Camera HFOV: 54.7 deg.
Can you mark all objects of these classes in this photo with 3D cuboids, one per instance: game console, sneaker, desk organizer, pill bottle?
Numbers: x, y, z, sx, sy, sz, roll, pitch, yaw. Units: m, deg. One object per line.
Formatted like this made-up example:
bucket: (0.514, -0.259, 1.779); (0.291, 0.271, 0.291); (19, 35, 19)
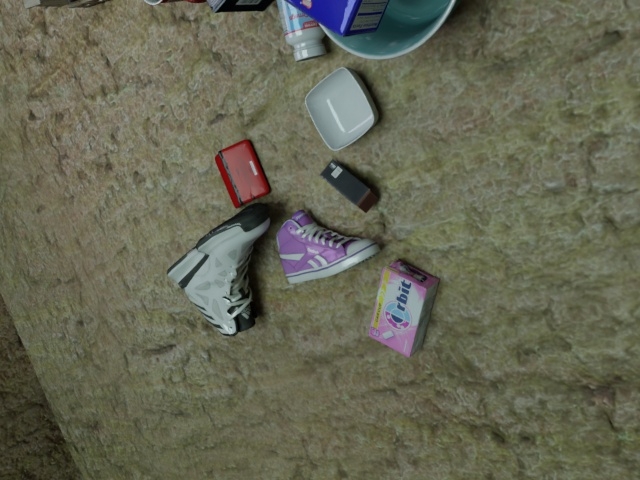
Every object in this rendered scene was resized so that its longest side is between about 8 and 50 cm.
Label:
game console: (-0.197, -0.164, 1.546); (0.124, 0.085, 0.144); (-22, 94, 11)
sneaker: (-0.204, 0.087, 1.579); (0.257, 0.169, 0.447); (53, 139, -2)
desk organizer: (0.061, -0.116, 1.332); (0.047, 0.050, 0.130); (-50, 54, 5)
sneaker: (-0.001, 0.000, 1.398); (0.282, 0.102, 0.161); (-16, 94, 41)
pill bottle: (-0.037, -0.451, 1.256); (0.087, 0.087, 0.160); (-4, 105, 40)

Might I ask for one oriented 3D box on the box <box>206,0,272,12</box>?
box: (-0.188, -0.590, 1.280); (0.108, 0.153, 0.207); (-30, 86, 42)

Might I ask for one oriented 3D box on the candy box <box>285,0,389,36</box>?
candy box: (0.023, -0.519, 0.944); (0.268, 0.122, 0.317); (39, 126, 19)

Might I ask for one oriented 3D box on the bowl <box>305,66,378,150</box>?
bowl: (0.051, -0.272, 1.279); (0.142, 0.053, 0.142); (-30, 87, 42)

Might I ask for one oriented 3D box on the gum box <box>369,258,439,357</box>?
gum box: (0.179, 0.142, 1.332); (0.107, 0.062, 0.188); (25, 121, 29)

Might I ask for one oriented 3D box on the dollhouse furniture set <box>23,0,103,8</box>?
dollhouse furniture set: (-0.661, -0.678, 1.600); (0.128, 0.183, 0.129); (4, 109, 38)

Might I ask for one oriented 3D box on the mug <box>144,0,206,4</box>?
mug: (-0.300, -0.565, 1.367); (0.113, 0.169, 0.150); (-30, 88, 41)

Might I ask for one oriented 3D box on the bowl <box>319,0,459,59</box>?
bowl: (0.138, -0.477, 1.056); (0.311, 0.163, 0.312); (16, 117, 34)
